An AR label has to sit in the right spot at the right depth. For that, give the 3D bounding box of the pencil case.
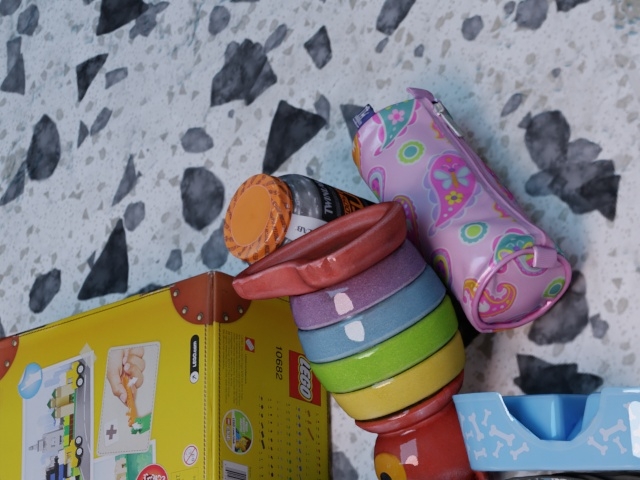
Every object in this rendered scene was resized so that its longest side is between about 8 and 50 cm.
[{"bbox_3d":[0.138,-0.034,1.948,0.124,0.124,0.284,-50,46,18],"label":"pencil case"}]

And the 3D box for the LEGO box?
[{"bbox_3d":[-0.186,0.324,2.061,0.372,0.193,0.500,-17,64,38],"label":"LEGO box"}]

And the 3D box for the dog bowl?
[{"bbox_3d":[0.256,0.172,1.740,0.297,0.166,0.074,-7,81,41],"label":"dog bowl"}]

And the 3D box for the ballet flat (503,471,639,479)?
[{"bbox_3d":[0.271,0.252,1.737,0.280,0.096,0.095,-5,95,34],"label":"ballet flat"}]

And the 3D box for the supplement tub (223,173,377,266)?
[{"bbox_3d":[0.000,0.000,2.006,0.117,0.190,0.117,-24,57,43],"label":"supplement tub"}]

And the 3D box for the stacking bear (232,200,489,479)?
[{"bbox_3d":[0.069,0.123,1.873,0.175,0.164,0.289,-14,105,52],"label":"stacking bear"}]
